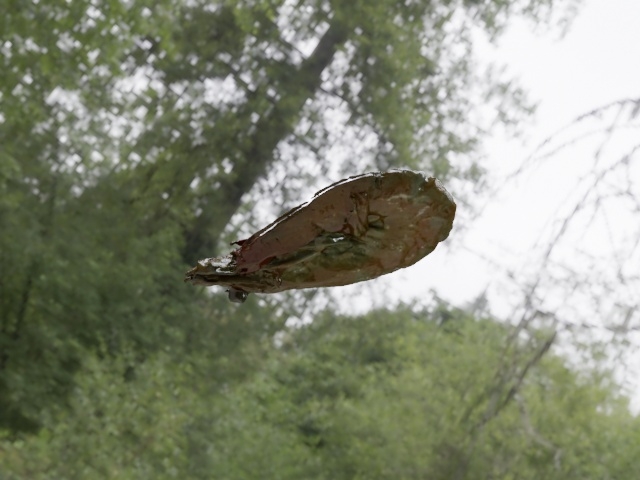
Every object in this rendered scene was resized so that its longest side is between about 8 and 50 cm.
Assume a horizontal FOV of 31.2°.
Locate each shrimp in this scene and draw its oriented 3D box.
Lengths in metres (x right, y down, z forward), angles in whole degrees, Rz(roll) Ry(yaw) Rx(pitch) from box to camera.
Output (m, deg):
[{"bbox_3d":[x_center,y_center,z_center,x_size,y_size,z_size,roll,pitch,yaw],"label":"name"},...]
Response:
[{"bbox_3d":[0.000,-0.001,1.191,0.154,0.294,0.062,79,-9,-49],"label":"shrimp"}]
